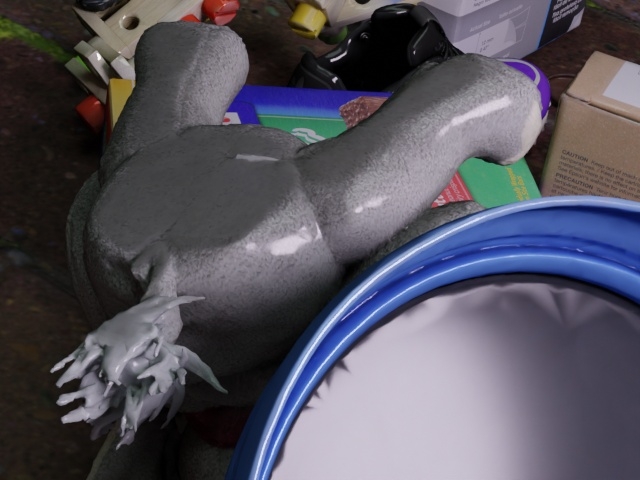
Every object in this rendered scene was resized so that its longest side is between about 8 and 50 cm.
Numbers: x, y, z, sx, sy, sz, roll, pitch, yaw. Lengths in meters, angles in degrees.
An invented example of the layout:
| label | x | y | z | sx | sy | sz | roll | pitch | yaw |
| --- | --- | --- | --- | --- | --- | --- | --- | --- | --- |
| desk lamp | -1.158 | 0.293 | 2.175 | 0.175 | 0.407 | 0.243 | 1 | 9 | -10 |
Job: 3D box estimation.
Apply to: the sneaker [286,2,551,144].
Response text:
| label | x | y | z | sx | sy | sz | roll | pitch | yaw |
| --- | --- | --- | --- | --- | --- | --- | --- | --- | --- |
| sneaker | 0.091 | -0.133 | 1.456 | 0.293 | 0.146 | 0.102 | -17 | 43 | -33 |

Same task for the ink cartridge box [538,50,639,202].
| label | x | y | z | sx | sy | sz | roll | pitch | yaw |
| --- | --- | --- | --- | --- | --- | --- | --- | --- | --- |
| ink cartridge box | 0.279 | -0.010 | 1.292 | 0.234 | 0.193 | 0.088 | 22 | 36 | 15 |

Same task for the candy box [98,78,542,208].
| label | x | y | z | sx | sy | sz | roll | pitch | yaw |
| --- | --- | --- | --- | --- | --- | --- | --- | --- | --- |
| candy box | 0.000 | 0.000 | 1.265 | 0.317 | 0.122 | 0.268 | 1 | 36 | -12 |

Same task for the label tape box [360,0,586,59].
| label | x | y | z | sx | sy | sz | roll | pitch | yaw |
| --- | --- | --- | --- | --- | --- | --- | --- | --- | --- |
| label tape box | 0.171 | -0.329 | 1.580 | 0.115 | 0.348 | 0.249 | 32 | 40 | 26 |

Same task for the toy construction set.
| label | x | y | z | sx | sy | sz | roll | pitch | yaw |
| --- | --- | --- | --- | --- | --- | --- | --- | --- | --- |
| toy construction set | -0.093 | -0.200 | 1.492 | 0.327 | 0.151 | 0.215 | -36 | 68 | -21 |

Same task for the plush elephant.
| label | x | y | z | sx | sy | sz | roll | pitch | yaw |
| --- | --- | --- | --- | --- | --- | --- | --- | --- | --- |
| plush elephant | -0.022 | 0.063 | 1.006 | 0.272 | 0.255 | 0.330 | 6 | 44 | 25 |

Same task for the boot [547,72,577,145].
| label | x | y | z | sx | sy | sz | roll | pitch | yaw |
| --- | --- | --- | --- | --- | --- | --- | --- | --- | --- |
| boot | 0.226 | -0.102 | 1.551 | 0.106 | 0.037 | 0.114 | 25 | 42 | 23 |

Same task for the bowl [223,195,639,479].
| label | x | y | z | sx | sy | sz | roll | pitch | yaw |
| --- | --- | --- | --- | --- | --- | --- | --- | --- | --- |
| bowl | 0.124 | 0.175 | 0.860 | 0.391 | 0.391 | 0.077 | -9 | -5 | -26 |
